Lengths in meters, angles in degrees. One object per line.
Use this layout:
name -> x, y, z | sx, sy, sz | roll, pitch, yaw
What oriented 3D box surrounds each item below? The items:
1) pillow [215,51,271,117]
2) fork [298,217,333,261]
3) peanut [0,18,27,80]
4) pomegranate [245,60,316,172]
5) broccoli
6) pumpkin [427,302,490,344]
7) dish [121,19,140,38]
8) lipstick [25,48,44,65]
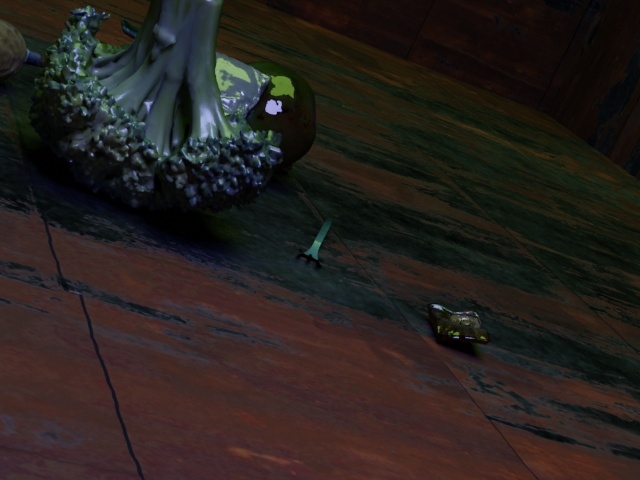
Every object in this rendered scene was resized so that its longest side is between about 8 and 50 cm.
pillow -> -0.180, -0.186, 2.029 | 0.148, 0.050, 0.230 | 24, 58, 4
fork -> -0.001, 0.002, 1.957 | 0.039, 0.021, 0.235 | 29, 14, 1
peanut -> -0.514, -0.279, 1.964 | 0.226, 0.095, 0.108 | 7, 26, -46
pomegranate -> -0.082, -0.184, 2.200 | 0.181, 0.181, 0.224 | 31, -3, 24
broccoli -> -0.220, -0.170, 1.747 | 0.249, 0.302, 0.375 | -35, 58, -28
pumpkin -> 0.179, 0.118, 1.823 | 0.073, 0.035, 0.101 | 11, 20, -5
dish -> -0.258, -0.315, 2.511 | 0.246, 0.078, 0.224 | 20, 15, -18
lipstick -> -0.472, -0.297, 2.227 | 0.107, 0.025, 0.025 | 14, 18, -50
